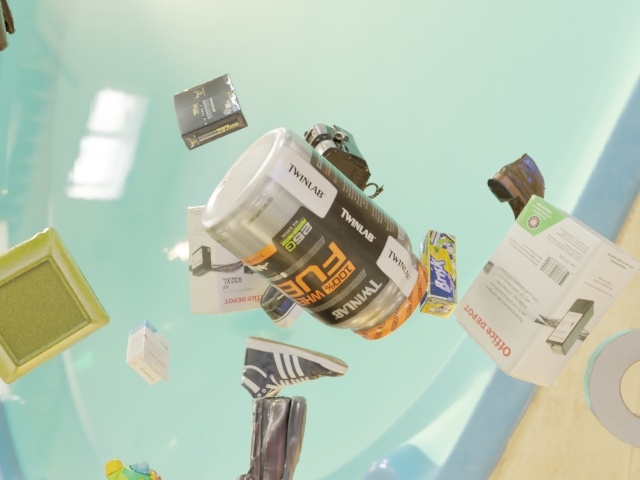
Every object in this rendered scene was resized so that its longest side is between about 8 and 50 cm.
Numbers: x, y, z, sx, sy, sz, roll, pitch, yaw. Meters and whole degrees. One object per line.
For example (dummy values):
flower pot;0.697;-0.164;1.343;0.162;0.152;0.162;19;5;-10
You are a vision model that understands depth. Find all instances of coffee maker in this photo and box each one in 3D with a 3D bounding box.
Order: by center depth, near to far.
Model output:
coffee maker;0.045;-0.183;1.692;0.120;0.171;0.178;-36;30;12

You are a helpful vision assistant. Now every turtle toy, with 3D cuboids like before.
turtle toy;-0.243;0.349;0.975;0.130;0.066;0.095;83;164;-55

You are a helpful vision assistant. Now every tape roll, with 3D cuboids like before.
tape roll;0.603;0.270;1.314;0.219;0.072;0.219;-1;85;12

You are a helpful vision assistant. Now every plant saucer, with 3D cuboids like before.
plant saucer;-0.451;0.106;1.115;0.045;0.188;0.188;12;131;61

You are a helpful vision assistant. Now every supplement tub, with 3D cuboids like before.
supplement tub;0.000;0.000;1.057;0.193;0.316;0.193;-42;22;22

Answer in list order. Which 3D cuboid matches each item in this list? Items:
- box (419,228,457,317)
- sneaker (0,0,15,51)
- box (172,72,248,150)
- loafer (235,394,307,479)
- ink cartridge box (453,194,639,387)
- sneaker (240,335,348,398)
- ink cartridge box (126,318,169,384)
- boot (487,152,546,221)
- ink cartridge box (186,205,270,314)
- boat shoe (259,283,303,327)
box;0.226;0.062;1.373;0.054;0.059;0.169;112;169;-49
sneaker;-0.325;-0.323;0.679;0.448;0.169;0.257;-5;122;37
box;-0.318;-0.371;2.040;0.183;0.059;0.232;-23;43;2
loafer;-0.088;0.363;1.086;0.302;0.095;0.109;-76;-10;-51
ink cartridge box;0.411;0.093;1.336;0.289;0.122;0.211;-58;32;15
sneaker;-0.072;0.336;1.759;0.282;0.099;0.153;10;81;26
ink cartridge box;-0.457;0.307;1.897;0.062;0.104;0.181;-33;29;8
boot;0.460;-0.081;1.524;0.219;0.106;0.082;50;164;-13
ink cartridge box;-0.262;0.053;2.083;0.129;0.223;0.307;-2;90;40
boat shoe;-0.058;0.087;2.027;0.121;0.119;0.335;-9;41;42
